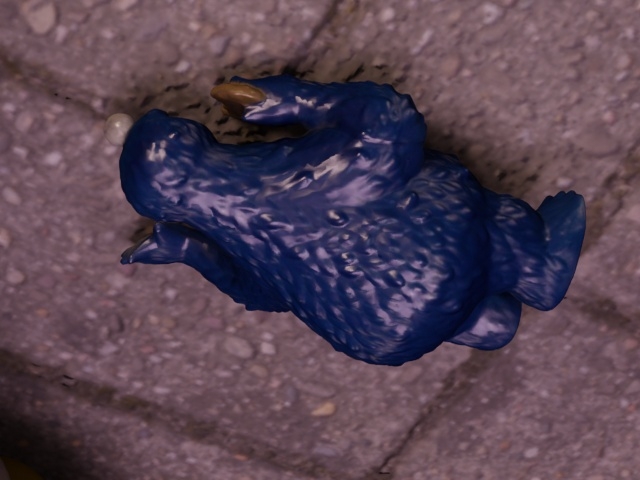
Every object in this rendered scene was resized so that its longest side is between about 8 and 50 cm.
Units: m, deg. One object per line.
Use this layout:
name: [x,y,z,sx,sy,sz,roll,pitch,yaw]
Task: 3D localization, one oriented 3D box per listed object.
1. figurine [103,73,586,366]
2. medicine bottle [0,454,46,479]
figurine: [0.008,-0.004,0.865,0.262,0.121,0.164,10,131,-8]
medicine bottle: [-0.229,0.244,0.984,0.224,0.224,0.384,-21,127,13]
